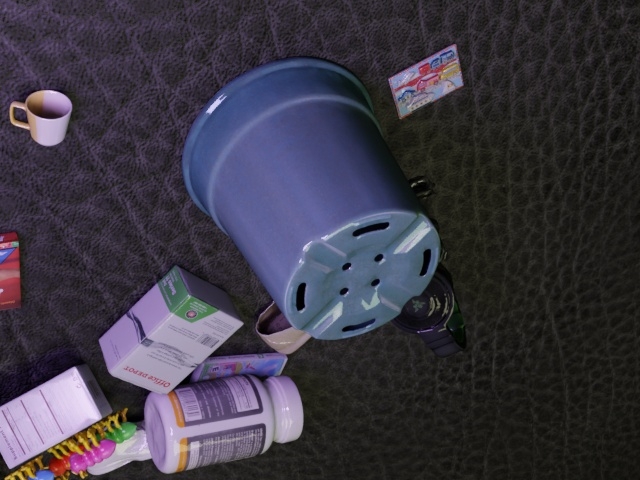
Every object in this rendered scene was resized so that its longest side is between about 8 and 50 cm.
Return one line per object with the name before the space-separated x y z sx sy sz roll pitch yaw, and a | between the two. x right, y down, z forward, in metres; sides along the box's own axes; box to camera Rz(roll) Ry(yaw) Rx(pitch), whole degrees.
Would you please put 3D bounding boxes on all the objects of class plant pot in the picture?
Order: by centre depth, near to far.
plant pot | -0.003 -0.048 1.479 0.341 0.334 0.341 -17 137 -16

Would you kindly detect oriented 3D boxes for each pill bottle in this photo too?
pill bottle | -0.185 0.345 1.846 0.278 0.162 0.162 -5 133 -27

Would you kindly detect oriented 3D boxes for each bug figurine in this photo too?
bug figurine | -0.442 0.390 1.713 0.216 0.072 0.279 -29 178 6

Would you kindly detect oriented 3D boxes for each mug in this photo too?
mug | -0.387 -0.171 1.344 0.062 0.078 0.064 -43 162 -40

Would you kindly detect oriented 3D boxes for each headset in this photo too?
headset | 0.195 0.043 1.757 0.185 0.243 0.394 -24 131 17

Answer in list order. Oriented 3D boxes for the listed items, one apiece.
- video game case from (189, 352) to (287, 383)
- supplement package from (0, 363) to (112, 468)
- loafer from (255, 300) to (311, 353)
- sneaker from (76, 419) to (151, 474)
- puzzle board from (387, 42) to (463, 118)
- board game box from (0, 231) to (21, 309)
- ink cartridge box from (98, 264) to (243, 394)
video game case | -0.186 0.313 1.958 0.193 0.023 0.212 0 130 -32
supplement package | -0.475 0.305 1.683 0.179 0.105 0.105 -28 178 -3
loafer | -0.022 0.114 1.803 0.092 0.102 0.268 17 121 -48
sneaker | -0.373 0.383 1.881 0.212 0.080 0.094 -24 127 -7
puzzle board | 0.181 -0.267 1.621 0.128 0.011 0.096 -28 139 -4
board game box | -0.603 0.068 1.459 0.281 0.027 0.145 -9 136 -24
ink cartridge box | -0.268 0.164 1.712 0.208 0.087 0.153 -43 138 11
